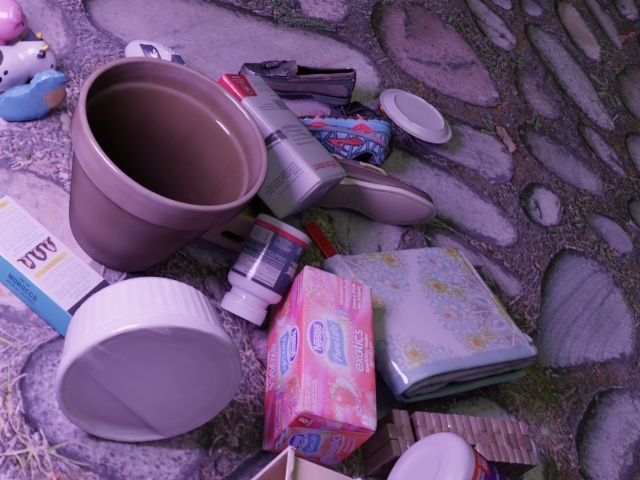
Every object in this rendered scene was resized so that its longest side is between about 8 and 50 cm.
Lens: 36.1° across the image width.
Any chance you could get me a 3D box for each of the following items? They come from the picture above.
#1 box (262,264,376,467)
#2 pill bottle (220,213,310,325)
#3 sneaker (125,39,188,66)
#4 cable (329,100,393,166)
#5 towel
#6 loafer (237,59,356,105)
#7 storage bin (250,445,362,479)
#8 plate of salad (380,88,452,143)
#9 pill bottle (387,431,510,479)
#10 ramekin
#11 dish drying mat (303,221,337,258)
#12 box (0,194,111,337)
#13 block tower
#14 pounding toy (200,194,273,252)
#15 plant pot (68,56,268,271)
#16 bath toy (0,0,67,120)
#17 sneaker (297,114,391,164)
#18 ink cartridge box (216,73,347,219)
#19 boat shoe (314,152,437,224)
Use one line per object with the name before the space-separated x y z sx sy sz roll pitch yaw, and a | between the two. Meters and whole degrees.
box | -0.001 0.215 1.696 0.142 0.154 0.300 19 47 -21
pill bottle | -0.102 0.053 1.743 0.108 0.108 0.180 28 85 -13
sneaker | -0.318 -0.294 1.943 0.235 0.094 0.153 48 33 -6
cable | 0.098 -0.239 2.235 0.150 0.047 0.185 0 53 -41
towel | 0.215 0.153 1.925 0.374 0.090 0.321 -3 45 -37
loafer | -0.048 -0.371 2.183 0.267 0.084 0.096 8 36 -21
storage bin | -0.067 0.470 1.356 0.123 0.262 0.260 25 44 -19
plate of salad | 0.226 -0.293 2.363 0.199 0.048 0.200 22 35 -16
pill bottle | 0.266 0.473 1.619 0.323 0.181 0.181 42 40 -20
ramekin | -0.262 0.173 1.478 0.272 0.273 0.127 12 37 -27
dish drying mat | 0.000 0.000 1.985 0.032 0.008 0.083 -23 71 -43
box | -0.456 0.043 1.587 0.244 0.060 0.100 41 43 1
block tower | 0.240 0.375 1.777 0.335 0.097 0.091 11 50 -29
pounding toy | -0.195 -0.091 1.849 0.181 0.094 0.206 24 36 -34
plant pot | -0.290 -0.099 1.662 0.323 0.280 0.323 19 47 -21
bath toy | -0.594 -0.388 1.805 0.151 0.129 0.348 -21 68 -44
sneaker | 0.028 -0.206 2.103 0.261 0.104 0.125 0 92 -11
ink cartridge box | -0.097 -0.183 1.881 0.273 0.114 0.197 48 18 6
boat shoe | 0.098 -0.113 2.074 0.324 0.117 0.097 11 52 -20
